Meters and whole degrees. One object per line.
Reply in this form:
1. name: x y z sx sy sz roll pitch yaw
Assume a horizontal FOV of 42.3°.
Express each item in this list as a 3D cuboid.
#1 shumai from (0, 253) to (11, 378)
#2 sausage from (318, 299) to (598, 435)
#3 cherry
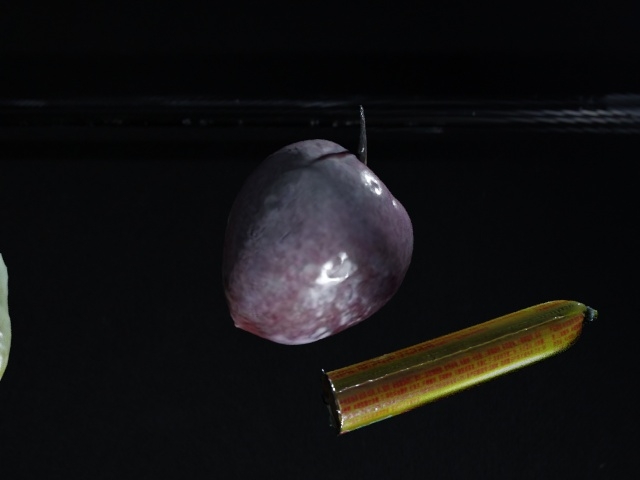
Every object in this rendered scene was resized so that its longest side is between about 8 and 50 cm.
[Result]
1. shumai: -0.223 0.056 0.313 0.184 0.142 0.184 -2 -100 10
2. sausage: 0.178 0.141 0.997 0.371 0.082 0.082 -15 -126 -17
3. cherry: 0.000 0.000 0.924 0.266 0.213 0.183 -50 -154 -5
